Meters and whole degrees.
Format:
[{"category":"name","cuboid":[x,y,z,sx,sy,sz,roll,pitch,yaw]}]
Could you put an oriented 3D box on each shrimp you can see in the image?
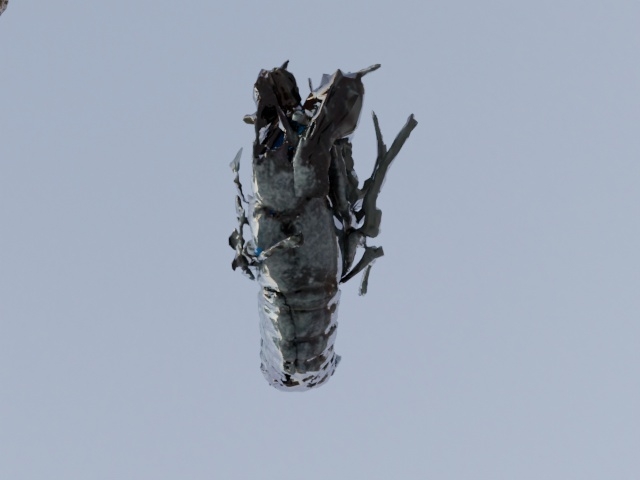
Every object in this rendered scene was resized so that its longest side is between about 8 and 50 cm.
[{"category":"shrimp","cuboid":[0.000,0.003,0.715,0.082,0.076,0.174,-1,-57,-3]}]

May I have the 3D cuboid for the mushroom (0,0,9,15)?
[{"category":"mushroom","cuboid":[-0.136,-0.097,0.533,0.085,0.079,0.085,-42,-29,-29]}]
